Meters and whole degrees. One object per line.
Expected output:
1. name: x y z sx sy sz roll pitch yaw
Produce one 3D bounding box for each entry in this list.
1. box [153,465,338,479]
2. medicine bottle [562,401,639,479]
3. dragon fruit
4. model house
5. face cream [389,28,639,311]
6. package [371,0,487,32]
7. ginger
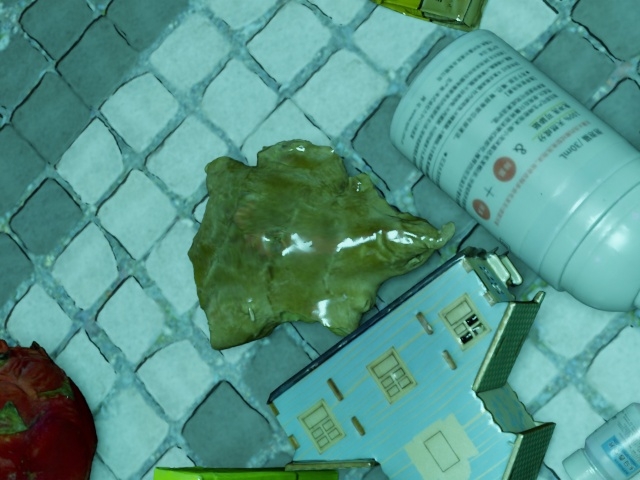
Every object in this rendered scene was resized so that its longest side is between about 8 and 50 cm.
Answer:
1. box: -0.064 0.289 1.106 0.047 0.335 0.187 5 83 19
2. medicine bottle: 0.264 0.189 1.146 0.089 0.052 0.052 -40 69 11
3. dragon fruit: -0.340 0.221 1.286 0.240 0.241 0.252 -1 65 22
4. model house: 0.115 0.160 1.143 0.271 0.178 0.206 -38 72 13
5. face cream: 0.238 -0.025 1.147 0.369 0.145 0.145 44 98 21
6. package: 0.107 -0.259 1.291 0.131 0.047 0.071 18 90 25
7. ginger: 0.000 0.000 1.252 0.270 0.123 0.219 -10 80 10
